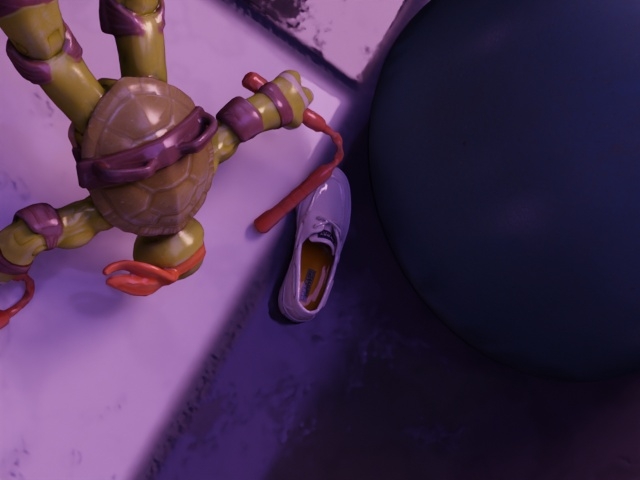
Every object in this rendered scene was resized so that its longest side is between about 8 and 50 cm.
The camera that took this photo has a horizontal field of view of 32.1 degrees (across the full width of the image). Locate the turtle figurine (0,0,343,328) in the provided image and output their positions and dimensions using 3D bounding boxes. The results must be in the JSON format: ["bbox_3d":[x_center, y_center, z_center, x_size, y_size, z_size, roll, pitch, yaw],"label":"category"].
[{"bbox_3d":[-0.111,-0.053,0.570,0.269,0.087,0.217,-28,118,-18],"label":"turtle figurine"}]

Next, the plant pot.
[{"bbox_3d":[0.209,-0.069,0.653,0.293,0.235,0.293,4,79,-21],"label":"plant pot"}]

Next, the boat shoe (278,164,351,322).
[{"bbox_3d":[0.000,0.000,0.669,0.035,0.035,0.100,21,74,-16],"label":"boat shoe"}]
